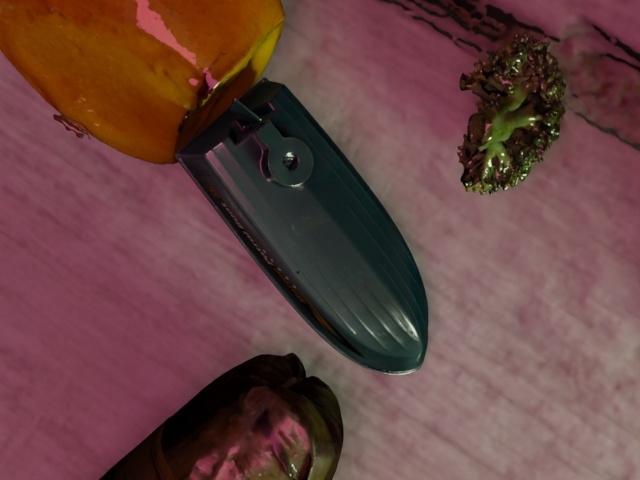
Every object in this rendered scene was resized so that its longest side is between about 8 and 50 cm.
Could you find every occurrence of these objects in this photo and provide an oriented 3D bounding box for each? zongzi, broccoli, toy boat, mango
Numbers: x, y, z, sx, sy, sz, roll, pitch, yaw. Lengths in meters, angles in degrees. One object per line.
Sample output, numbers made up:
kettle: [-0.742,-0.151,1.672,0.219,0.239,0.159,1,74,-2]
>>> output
zongzi: [-0.043,0.261,0.891,0.286,0.134,0.288,-42,85,18]
broccoli: [0.121,-0.083,0.831,0.097,0.092,0.095,-21,91,44]
toy boat: [0.000,0.000,0.868,0.093,0.103,0.246,-44,106,-19]
mango: [-0.155,-0.184,0.860,0.257,0.138,0.187,43,134,2]
